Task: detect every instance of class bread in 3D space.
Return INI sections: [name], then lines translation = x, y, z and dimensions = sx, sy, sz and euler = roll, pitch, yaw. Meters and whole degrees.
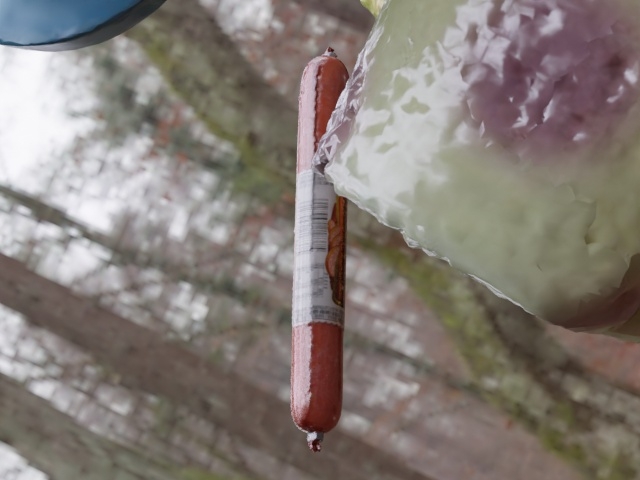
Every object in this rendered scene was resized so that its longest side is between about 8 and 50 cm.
[bread]
translation = 0.141, -0.135, 0.564
dimensions = 0.338, 0.155, 0.187
euler = -59, -25, 6

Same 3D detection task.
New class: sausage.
[sausage]
translation = 0.000, 0.000, 0.954
dimensions = 0.034, 0.034, 0.253
euler = 56, -146, -68

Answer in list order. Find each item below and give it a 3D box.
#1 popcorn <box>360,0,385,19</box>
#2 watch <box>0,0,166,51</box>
[popcorn]
translation = 0.093, -0.149, 1.172
dimensions = 0.126, 0.125, 0.145
euler = -69, -26, -75
[watch]
translation = -0.088, -0.178, 0.543
dimensions = 0.211, 0.211, 0.193
euler = -67, -17, -1
